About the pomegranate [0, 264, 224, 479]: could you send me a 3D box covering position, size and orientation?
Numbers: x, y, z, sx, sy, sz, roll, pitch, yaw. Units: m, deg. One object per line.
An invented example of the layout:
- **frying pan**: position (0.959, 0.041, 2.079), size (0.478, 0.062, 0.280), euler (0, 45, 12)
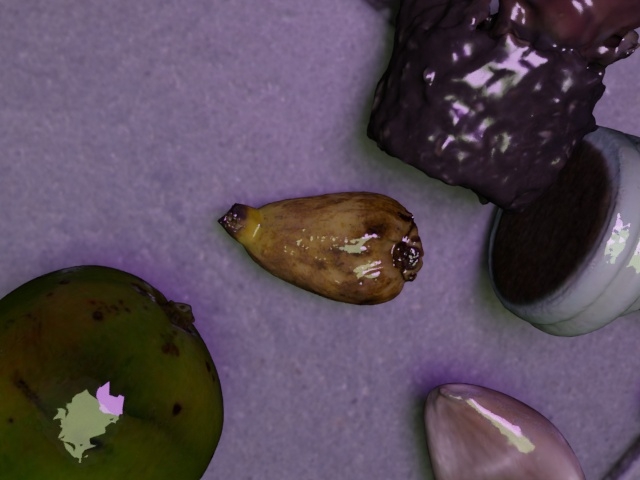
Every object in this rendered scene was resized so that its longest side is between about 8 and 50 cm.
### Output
- **pomegranate**: position (-0.228, 0.158, 0.668), size (0.302, 0.236, 0.236), euler (-36, 100, 12)

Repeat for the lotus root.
- **lotus root**: position (0.000, 0.000, 0.728), size (0.191, 0.094, 0.108), euler (9, 75, 1)

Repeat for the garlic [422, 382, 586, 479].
- **garlic**: position (0.198, 0.262, 0.770), size (0.143, 0.112, 0.318), euler (-13, 106, 19)

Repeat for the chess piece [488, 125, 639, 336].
- **chess piece**: position (0.332, 0.030, 0.727), size (0.299, 0.194, 0.194), euler (21, 95, -17)

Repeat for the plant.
- **plant**: position (0.152, -0.149, 0.672), size (0.178, 0.204, 0.234), euler (20, 106, -18)
